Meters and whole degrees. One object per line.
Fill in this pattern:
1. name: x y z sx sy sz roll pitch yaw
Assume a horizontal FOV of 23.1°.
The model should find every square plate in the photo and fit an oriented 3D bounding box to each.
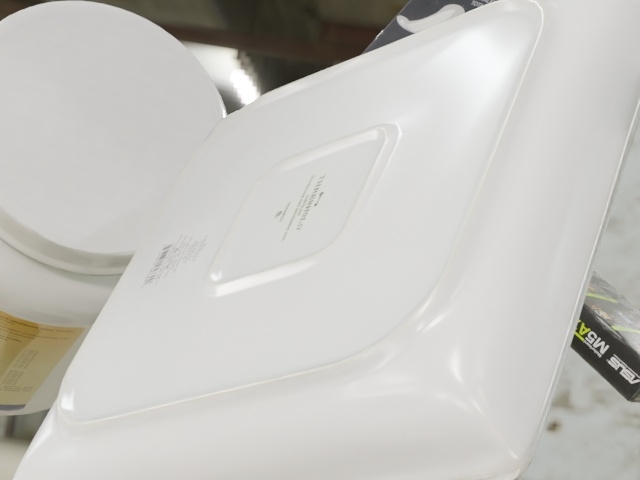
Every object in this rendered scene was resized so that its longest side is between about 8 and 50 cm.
1. square plate: 0.000 0.000 0.814 0.344 0.347 0.049 -17 -55 39

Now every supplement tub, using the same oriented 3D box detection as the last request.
1. supplement tub: -0.210 -0.017 1.171 0.228 0.228 0.316 11 -28 -21

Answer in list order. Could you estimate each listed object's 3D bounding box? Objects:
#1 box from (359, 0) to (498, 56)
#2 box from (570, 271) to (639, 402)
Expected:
1. box: 0.158 -0.179 1.746 0.165 0.270 0.143 29 -17 42
2. box: 0.264 0.079 1.448 0.184 0.045 0.191 46 16 26
